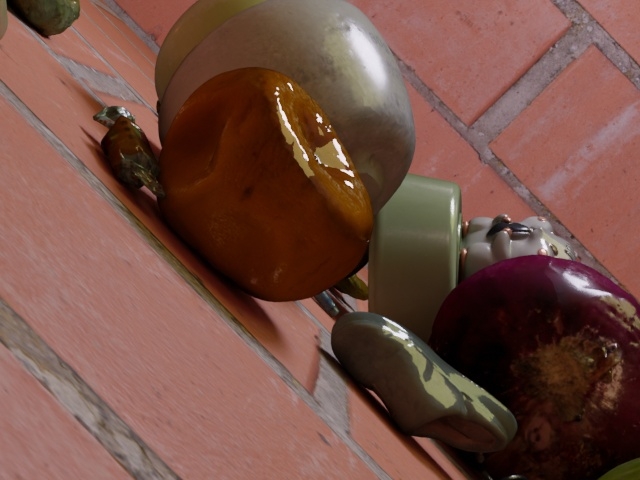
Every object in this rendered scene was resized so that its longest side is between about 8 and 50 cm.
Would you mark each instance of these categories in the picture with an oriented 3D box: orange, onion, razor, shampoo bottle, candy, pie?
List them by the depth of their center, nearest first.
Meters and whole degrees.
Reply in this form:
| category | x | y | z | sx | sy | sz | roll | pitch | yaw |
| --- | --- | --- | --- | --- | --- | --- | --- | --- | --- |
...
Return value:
| category | x | y | z | sx | sy | sz | roll | pitch | yaw |
| --- | --- | --- | --- | --- | --- | --- | --- | --- | --- |
| candy | -0.196 | -0.090 | 1.220 | 0.053 | 0.046 | 0.182 | 47 | 7 | -34 |
| orange | -0.059 | -0.047 | 1.245 | 0.249 | 0.183 | 0.249 | 51 | 18 | -24 |
| shampoo bottle | -0.044 | -0.161 | 1.561 | 0.317 | 0.322 | 0.322 | 54 | 7 | 30 |
| pie | -0.436 | -0.384 | 1.646 | 0.277 | 0.078 | 0.277 | 46 | 8 | -9 |
| onion | 0.314 | 0.198 | 1.728 | 0.348 | 0.348 | 0.385 | 46 | -3 | 9 |
| razor | -0.020 | 0.057 | 1.755 | 0.135 | 0.040 | 0.068 | 52 | 4 | -4 |

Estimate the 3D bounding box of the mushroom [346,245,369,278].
| category | x | y | z | sx | sy | sz | roll | pitch | yaw |
| --- | --- | --- | --- | --- | --- | --- | --- | --- | --- |
| mushroom | 0.000 | 0.000 | 1.914 | 0.188 | 0.117 | 0.141 | 36 | -18 | -34 |

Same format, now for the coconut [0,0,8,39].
| category | x | y | z | sx | sy | sz | roll | pitch | yaw |
| --- | --- | --- | --- | --- | --- | --- | --- | --- | --- |
| coconut | -0.285 | -0.180 | 0.934 | 0.082 | 0.083 | 0.081 | 35 | -38 | 11 |

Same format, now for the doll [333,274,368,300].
| category | x | y | z | sx | sy | sz | roll | pitch | yaw |
| --- | --- | --- | --- | --- | --- | --- | --- | --- | --- |
| doll | 0.026 | 0.031 | 2.097 | 0.137 | 0.097 | 0.209 | 41 | -6 | 38 |

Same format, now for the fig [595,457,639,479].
| category | x | y | z | sx | sy | sz | roll | pitch | yaw |
| --- | --- | --- | --- | --- | --- | --- | --- | --- | --- |
| fig | 0.452 | 0.392 | 1.492 | 0.316 | 0.316 | 0.316 | 45 | 3 | -3 |

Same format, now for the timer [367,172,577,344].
| category | x | y | z | sx | sy | sz | roll | pitch | yaw |
| --- | --- | --- | --- | --- | --- | --- | --- | --- | --- |
| timer | 0.242 | 0.036 | 1.881 | 0.315 | 0.291 | 0.291 | 1 | -4 | 9 |

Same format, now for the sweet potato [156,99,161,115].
| category | x | y | z | sx | sy | sz | roll | pitch | yaw |
| --- | --- | --- | --- | --- | --- | --- | --- | --- | --- |
| sweet potato | -0.211 | -0.180 | 2.055 | 0.182 | 0.053 | 0.054 | 46 | 9 | 2 |

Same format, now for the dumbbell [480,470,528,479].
| category | x | y | z | sx | sy | sz | roll | pitch | yaw |
| --- | --- | --- | --- | --- | --- | --- | --- | --- | --- |
| dumbbell | 0.221 | 0.306 | 1.339 | 0.069 | 0.069 | 0.147 | 42 | 4 | -43 |

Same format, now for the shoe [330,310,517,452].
| category | x | y | z | sx | sy | sz | roll | pitch | yaw |
| --- | --- | --- | --- | --- | --- | --- | --- | --- | --- |
| shoe | 0.111 | 0.183 | 1.395 | 0.251 | 0.103 | 0.100 | 33 | 48 | -4 |
